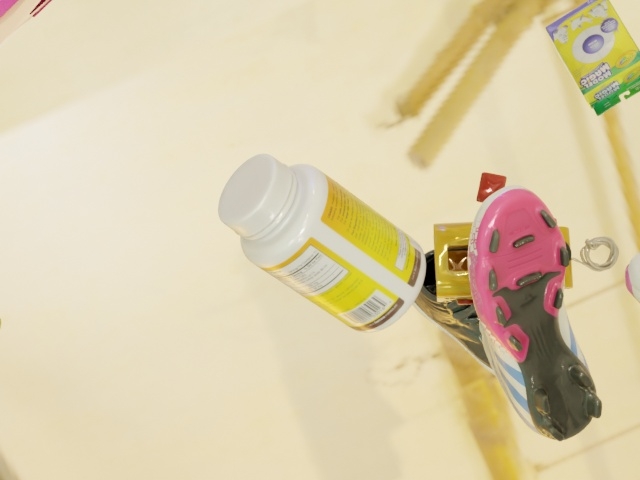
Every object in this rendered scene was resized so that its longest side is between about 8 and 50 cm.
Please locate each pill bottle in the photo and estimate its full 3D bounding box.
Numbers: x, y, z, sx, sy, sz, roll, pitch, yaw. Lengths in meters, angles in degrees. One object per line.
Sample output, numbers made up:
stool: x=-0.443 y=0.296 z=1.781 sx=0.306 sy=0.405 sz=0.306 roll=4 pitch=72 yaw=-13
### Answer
pill bottle: x=0.000 y=0.000 z=1.555 sx=0.215 sy=0.117 sz=0.117 roll=35 pitch=17 yaw=-32

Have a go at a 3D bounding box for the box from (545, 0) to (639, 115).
box: x=0.411 y=-0.272 z=2.220 sx=0.043 sy=0.105 sz=0.179 roll=42 pitch=21 yaw=-50

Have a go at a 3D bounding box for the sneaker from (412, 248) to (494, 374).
sneaker: x=0.250 y=0.117 z=2.273 sx=0.295 sy=0.104 sz=0.147 roll=33 pitch=-13 yaw=19

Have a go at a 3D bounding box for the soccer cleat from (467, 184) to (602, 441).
soccer cleat: x=0.212 y=0.076 z=1.668 sx=0.143 sy=0.116 sz=0.331 roll=41 pitch=-26 yaw=57

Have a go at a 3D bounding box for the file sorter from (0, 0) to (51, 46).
file sorter: x=-0.472 y=-0.350 z=1.995 sx=0.182 sy=0.202 sz=0.290 roll=46 pitch=-13 yaw=-8

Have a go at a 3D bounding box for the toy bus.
toy bus: x=0.223 y=0.022 z=1.767 sx=0.191 sy=0.202 sz=0.104 roll=41 pitch=-2 yaw=8

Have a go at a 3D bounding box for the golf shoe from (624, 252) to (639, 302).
golf shoe: x=0.469 y=0.042 z=1.628 sx=0.306 sy=0.115 sz=0.140 roll=18 pitch=-55 yaw=38
